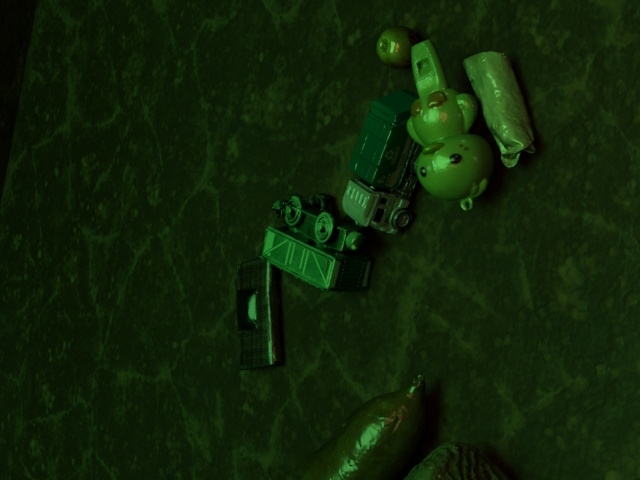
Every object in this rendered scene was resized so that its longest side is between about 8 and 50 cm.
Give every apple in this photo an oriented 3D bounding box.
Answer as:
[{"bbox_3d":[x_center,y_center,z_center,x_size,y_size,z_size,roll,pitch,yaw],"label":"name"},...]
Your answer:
[{"bbox_3d":[0.141,-0.356,2.150,0.084,0.071,0.084,-10,77,49],"label":"apple"}]

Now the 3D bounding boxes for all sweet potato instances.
[{"bbox_3d":[0.082,0.384,2.067,0.370,0.158,0.158,-47,52,29],"label":"sweet potato"}]

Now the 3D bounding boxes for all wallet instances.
[{"bbox_3d":[-0.130,0.152,2.432,0.124,0.042,0.230,-15,75,46],"label":"wallet"}]

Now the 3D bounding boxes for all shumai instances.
[{"bbox_3d":[0.207,0.468,1.854,0.222,0.225,0.261,-56,48,38],"label":"shumai"}]

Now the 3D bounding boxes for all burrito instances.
[{"bbox_3d":[0.302,-0.224,1.949,0.087,0.060,0.226,-38,57,41],"label":"burrito"}]

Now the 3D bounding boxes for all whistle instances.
[{"bbox_3d":[0.201,-0.190,1.967,0.141,0.141,0.294,-22,91,47],"label":"whistle"}]

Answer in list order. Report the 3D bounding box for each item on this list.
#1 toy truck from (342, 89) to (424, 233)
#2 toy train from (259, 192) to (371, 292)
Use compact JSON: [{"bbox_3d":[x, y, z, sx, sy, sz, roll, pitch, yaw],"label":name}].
[{"bbox_3d":[0.127,-0.143,2.105,0.114,0.124,0.253,38,112,49],"label":"toy truck"},{"bbox_3d":[0.000,0.000,2.247,0.269,0.115,0.154,25,112,49],"label":"toy train"}]
